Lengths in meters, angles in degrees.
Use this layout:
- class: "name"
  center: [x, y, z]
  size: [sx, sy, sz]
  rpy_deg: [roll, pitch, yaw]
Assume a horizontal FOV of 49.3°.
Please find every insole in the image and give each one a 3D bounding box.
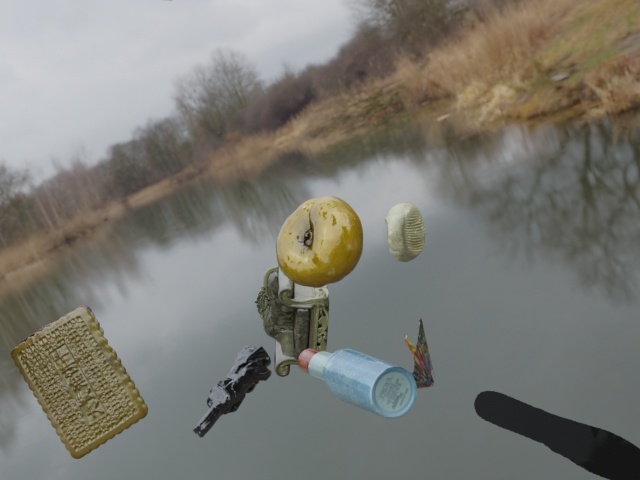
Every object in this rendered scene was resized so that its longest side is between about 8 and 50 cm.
- class: "insole"
  center: [0.420, 0.338, 1.196]
  size: [0.322, 0.109, 0.007]
  rpy_deg: [21, 38, 16]

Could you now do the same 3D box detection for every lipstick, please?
- class: "lipstick"
  center: [0.030, 0.171, 0.893]
  size: [0.061, 0.068, 0.274]
  rpy_deg: [-40, 13, -18]

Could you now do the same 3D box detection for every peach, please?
- class: "peach"
  center: [0.000, 0.000, 1.260]
  size: [0.179, 0.103, 0.179]
  rpy_deg: [-23, 52, 33]

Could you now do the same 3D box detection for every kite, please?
- class: "kite"
  center: [0.249, 0.294, 1.742]
  size: [0.014, 0.183, 0.241]
  rpy_deg: [-15, 37, 27]

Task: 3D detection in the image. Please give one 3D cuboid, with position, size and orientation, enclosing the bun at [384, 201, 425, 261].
- class: "bun"
  center: [0.261, -0.026, 2.221]
  size: [0.111, 0.188, 0.164]
  rpy_deg: [-6, 7, 33]

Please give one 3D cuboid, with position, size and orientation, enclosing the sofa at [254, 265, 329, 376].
- class: "sofa"
  center: [-0.078, 0.200, 1.784]
  size: [0.182, 0.258, 0.200]
  rpy_deg: [2, 23, -6]

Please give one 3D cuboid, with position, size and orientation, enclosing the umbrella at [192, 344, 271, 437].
- class: "umbrella"
  center: [-0.230, 0.395, 1.818]
  size: [0.118, 0.118, 0.340]
  rpy_deg: [-18, 16, 28]

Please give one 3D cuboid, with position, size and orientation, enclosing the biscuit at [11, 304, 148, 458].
- class: "biscuit"
  center: [-0.460, 0.267, 1.328]
  size: [0.172, 0.254, 0.029]
  rpy_deg: [-33, -5, -3]
